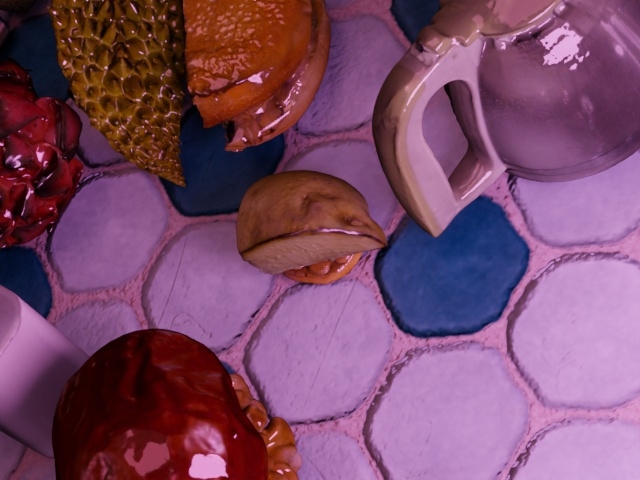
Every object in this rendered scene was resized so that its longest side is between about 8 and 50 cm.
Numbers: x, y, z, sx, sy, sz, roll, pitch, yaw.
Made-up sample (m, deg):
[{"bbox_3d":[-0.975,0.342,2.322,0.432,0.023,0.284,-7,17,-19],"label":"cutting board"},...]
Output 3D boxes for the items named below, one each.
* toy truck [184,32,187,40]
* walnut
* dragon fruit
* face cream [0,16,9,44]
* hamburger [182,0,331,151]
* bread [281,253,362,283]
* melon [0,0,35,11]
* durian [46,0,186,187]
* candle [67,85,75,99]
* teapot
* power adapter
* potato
[{"bbox_3d":[-0.148,-0.252,1.964,0.044,0.039,0.083,-28,53,29],"label":"toy truck"},{"bbox_3d":[-0.143,0.202,1.603,0.244,0.221,0.269,-9,43,-14],"label":"walnut"},{"bbox_3d":[-0.382,-0.115,1.916,0.234,0.234,0.293,-6,46,26],"label":"dragon fruit"},{"bbox_3d":[-0.511,-0.200,2.114,0.139,0.067,0.285,16,71,32],"label":"face cream"},{"bbox_3d":[-0.065,-0.232,1.844,0.157,0.144,0.283,-11,59,11],"label":"hamburger"},{"bbox_3d":[0.000,0.000,1.743,0.110,0.024,0.110,-14,58,23],"label":"bread"},{"bbox_3d":[-0.413,-0.358,2.133,0.098,0.098,0.130,-34,54,7],"label":"melon"},{"bbox_3d":[-0.232,-0.242,1.909,0.157,0.169,0.355,-7,59,-1],"label":"durian"},{"bbox_3d":[-0.288,-0.252,2.051,0.026,0.021,0.167,0,62,30],"label":"candle"},{"bbox_3d":[0.182,-0.192,1.620,0.321,0.239,0.239,-27,52,14],"label":"teapot"},{"bbox_3d":[-0.367,0.112,1.736,0.187,0.255,0.124,21,71,36],"label":"power adapter"},{"bbox_3d":[-0.013,-0.042,1.706,0.149,0.081,0.120,-13,61,23],"label":"potato"}]
